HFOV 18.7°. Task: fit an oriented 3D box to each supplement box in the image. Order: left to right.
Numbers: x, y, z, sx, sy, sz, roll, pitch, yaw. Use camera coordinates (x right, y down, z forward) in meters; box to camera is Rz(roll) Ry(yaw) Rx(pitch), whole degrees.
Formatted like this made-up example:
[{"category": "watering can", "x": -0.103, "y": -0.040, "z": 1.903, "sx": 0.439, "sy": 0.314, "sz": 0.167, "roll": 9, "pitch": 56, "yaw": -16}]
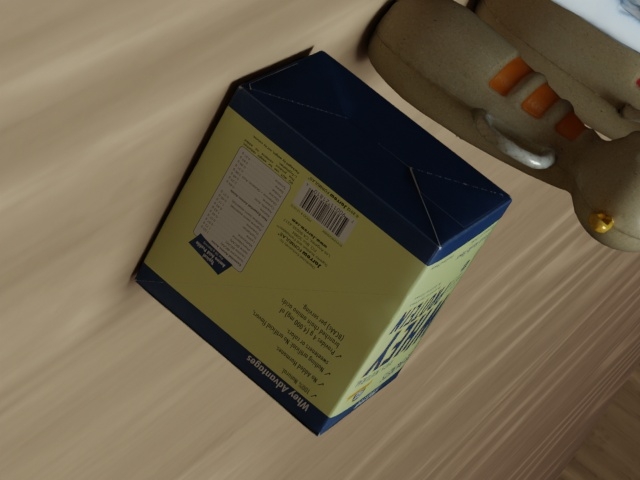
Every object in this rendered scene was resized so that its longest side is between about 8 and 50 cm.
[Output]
[{"category": "supplement box", "x": 0.000, "y": 0.000, "z": 0.627, "sx": 0.056, "sy": 0.083, "sz": 0.083, "roll": -30, "pitch": 156, "yaw": -56}]

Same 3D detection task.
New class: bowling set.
[{"category": "bowling set", "x": 0.162, "y": -0.107, "z": 0.739, "sx": 0.200, "sy": 0.154, "sz": 0.287, "roll": -58, "pitch": 166, "yaw": 25}]

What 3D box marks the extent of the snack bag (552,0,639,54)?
[{"category": "snack bag", "x": 0.144, "y": -0.194, "z": 0.483, "sx": 0.342, "sy": 0.037, "sz": 0.323, "roll": 11, "pitch": 108, "yaw": -61}]
